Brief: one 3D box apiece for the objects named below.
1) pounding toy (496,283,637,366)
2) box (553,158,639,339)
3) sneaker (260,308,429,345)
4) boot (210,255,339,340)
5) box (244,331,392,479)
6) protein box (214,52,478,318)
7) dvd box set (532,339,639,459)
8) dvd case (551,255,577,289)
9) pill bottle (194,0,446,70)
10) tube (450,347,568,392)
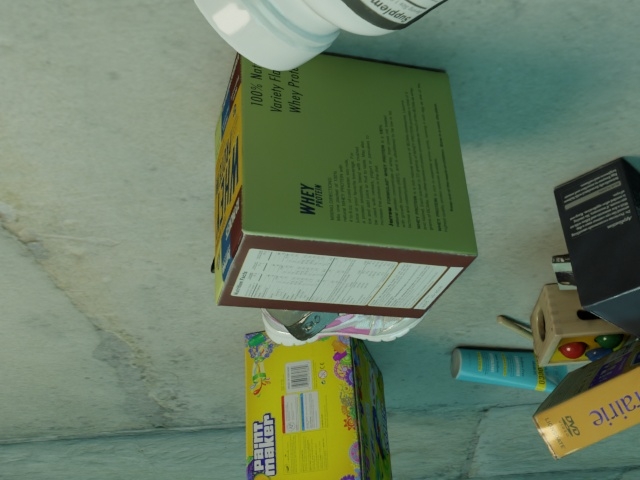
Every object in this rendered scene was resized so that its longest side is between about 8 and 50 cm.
[{"bbox_3d":[0.368,0.151,1.266,0.181,0.094,0.206,-4,150,1],"label":"pounding toy"},{"bbox_3d":[0.361,0.015,0.958,0.093,0.158,0.156,-27,144,35],"label":"box"},{"bbox_3d":[0.027,0.076,1.084,0.252,0.103,0.111,-13,151,14],"label":"sneaker"},{"bbox_3d":[0.000,0.000,0.956,0.246,0.083,0.161,-40,113,16],"label":"boot"},{"bbox_3d":[0.006,0.321,1.326,0.177,0.290,0.279,-10,149,12],"label":"box"},{"bbox_3d":[0.012,-0.049,0.758,0.201,0.200,0.136,5,149,-15],"label":"protein box"},{"bbox_3d":[0.480,0.121,1.003,0.420,0.062,0.307,-32,169,21],"label":"dvd box set"},{"bbox_3d":[0.384,0.043,1.135,0.119,0.013,0.087,-5,150,21],"label":"dvd case"},{"bbox_3d":[0.051,-0.224,0.494,0.278,0.162,0.162,-25,144,34],"label":"pill bottle"},{"bbox_3d":[0.327,0.220,1.411,0.207,0.080,0.052,6,155,-10],"label":"tube"}]
